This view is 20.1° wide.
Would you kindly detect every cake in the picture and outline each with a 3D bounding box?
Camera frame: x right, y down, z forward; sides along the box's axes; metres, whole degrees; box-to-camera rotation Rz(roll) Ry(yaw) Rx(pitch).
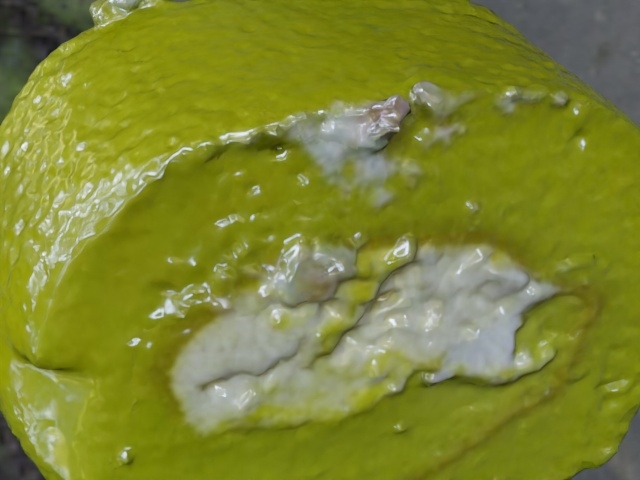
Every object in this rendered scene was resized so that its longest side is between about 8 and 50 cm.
[{"bbox_3d":[0.000,0.000,0.688,0.156,0.260,0.179,-133,48,-56],"label":"cake"}]
